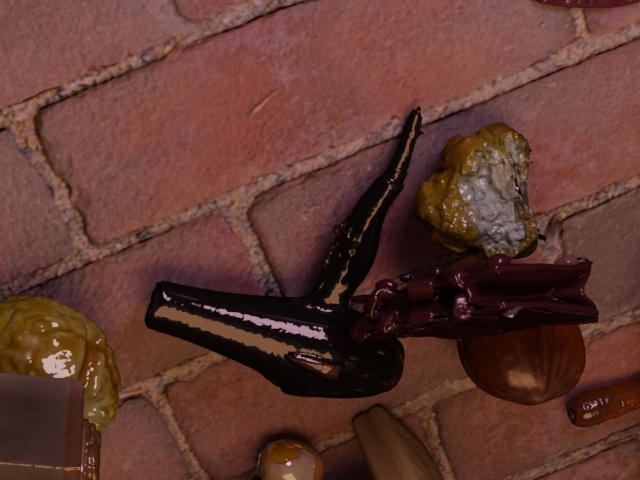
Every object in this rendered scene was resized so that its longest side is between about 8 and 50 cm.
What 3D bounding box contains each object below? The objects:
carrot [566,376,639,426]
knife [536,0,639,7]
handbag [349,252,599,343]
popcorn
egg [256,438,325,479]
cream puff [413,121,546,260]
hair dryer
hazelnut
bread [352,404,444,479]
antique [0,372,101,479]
[{"bbox_3d":[0.405,0.197,1.988,0.191,0.047,0.047,-15,129,-13],"label":"carrot"},{"bbox_3d":[0.228,-0.260,1.601,0.247,0.018,0.035,5,120,-24],"label":"knife"},{"bbox_3d":[0.162,0.062,1.632,0.203,0.074,0.216,-14,168,41],"label":"handbag"},{"bbox_3d":[-0.307,0.164,1.620,0.212,0.198,0.198,-48,128,-5],"label":"popcorn"},{"bbox_3d":[-0.033,0.274,1.871,0.083,0.071,0.071,-2,125,-22],"label":"egg"},{"bbox_3d":[0.167,-0.049,1.670,0.156,0.121,0.156,-2,98,-17],"label":"cream puff"},{"bbox_3d":[0.000,0.000,1.684,0.303,0.120,0.359,20,106,-20],"label":"hair dryer"},{"bbox_3d":[0.233,0.118,1.800,0.150,0.150,0.150,-10,128,-13],"label":"hazelnut"},{"bbox_3d":[0.111,0.293,1.866,0.060,0.178,0.139,-39,130,10],"label":"bread"},{"bbox_3d":[-0.287,0.227,1.488,0.148,0.147,0.152,5,121,-11],"label":"antique"}]
